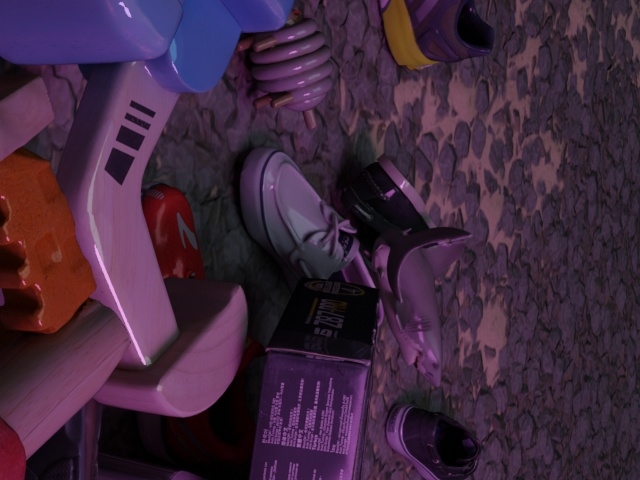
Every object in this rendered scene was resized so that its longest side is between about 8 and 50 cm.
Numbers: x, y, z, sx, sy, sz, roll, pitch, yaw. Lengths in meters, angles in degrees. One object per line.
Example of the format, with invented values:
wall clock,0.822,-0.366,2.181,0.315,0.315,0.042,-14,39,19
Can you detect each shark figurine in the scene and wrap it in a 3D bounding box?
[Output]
shark figurine,0.109,0.024,1.482,0.278,0.116,0.166,77,-11,-59

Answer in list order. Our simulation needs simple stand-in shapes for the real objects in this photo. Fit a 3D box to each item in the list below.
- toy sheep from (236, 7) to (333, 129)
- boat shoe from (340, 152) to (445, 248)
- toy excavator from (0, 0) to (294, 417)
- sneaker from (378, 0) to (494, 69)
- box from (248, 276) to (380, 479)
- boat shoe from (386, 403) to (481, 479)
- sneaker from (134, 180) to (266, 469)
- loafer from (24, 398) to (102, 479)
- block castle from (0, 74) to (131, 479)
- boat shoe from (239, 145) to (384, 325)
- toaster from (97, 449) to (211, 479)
toy sheep,-0.029,-0.171,1.356,0.091,0.091,0.132,-40,122,-50
boat shoe,0.087,-0.017,1.601,0.079,0.084,0.233,-41,148,-1
toy excavator,-0.149,-0.145,1.025,0.433,0.222,0.445,50,54,-48
sneaker,0.118,-0.320,1.543,0.111,0.121,0.300,-62,142,-34
box,-0.014,0.255,1.247,0.318,0.097,0.395,-74,171,-80
boat shoe,0.162,0.259,1.742,0.228,0.076,0.080,45,57,-52
sneaker,-0.105,0.077,1.228,0.107,0.118,0.279,-39,127,-51
loafer,-0.208,0.168,1.100,0.084,0.096,0.267,27,69,-63
block castle,-0.313,-0.065,0.683,0.213,0.303,0.453,-46,131,-46
boat shoe,0.000,0.000,1.426,0.258,0.084,0.095,59,46,-45
toaster,-0.151,0.274,1.187,0.185,0.110,0.168,37,62,-55
